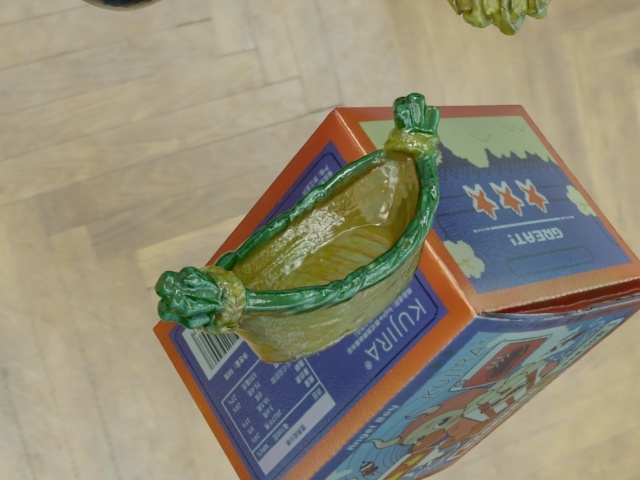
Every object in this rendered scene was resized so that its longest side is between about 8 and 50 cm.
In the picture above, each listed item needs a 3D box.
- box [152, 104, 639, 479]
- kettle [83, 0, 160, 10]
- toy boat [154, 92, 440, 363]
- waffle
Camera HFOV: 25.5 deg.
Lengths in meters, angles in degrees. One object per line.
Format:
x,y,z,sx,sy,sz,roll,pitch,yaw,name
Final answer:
0.082,0.069,1.419,0.318,0.349,0.257,-4,54,-49,box
-0.134,-0.300,1.016,0.290,0.207,0.268,-21,111,-70,kettle
0.000,0.000,0.781,0.229,0.089,0.088,-41,132,-38,toy boat
0.157,-0.289,1.318,0.194,0.149,0.051,53,25,-5,waffle
